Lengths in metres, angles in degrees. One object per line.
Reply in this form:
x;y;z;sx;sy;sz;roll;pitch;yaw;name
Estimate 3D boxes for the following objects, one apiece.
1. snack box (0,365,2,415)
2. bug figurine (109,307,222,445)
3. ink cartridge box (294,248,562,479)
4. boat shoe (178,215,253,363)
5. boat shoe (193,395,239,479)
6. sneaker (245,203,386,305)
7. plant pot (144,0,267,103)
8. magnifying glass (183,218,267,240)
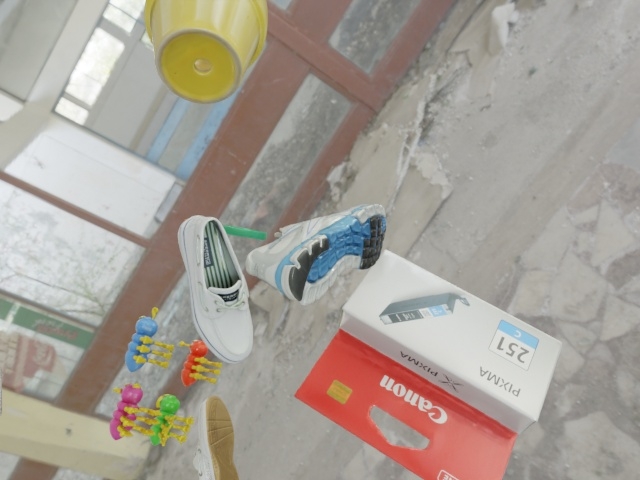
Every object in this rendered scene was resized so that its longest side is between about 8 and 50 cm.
-0.486;0.194;0.620;0.022;0.178;0.064;-62;41;43;snack box
-0.279;0.246;0.907;0.072;0.279;0.216;10;70;19;bug figurine
0.154;0.180;0.728;0.261;0.296;0.066;-51;-19;-34;ink cartridge box
-0.146;0.074;0.739;0.083;0.226;0.076;-26;11;-33;boat shoe
-0.266;0.523;1.251;0.096;0.098;0.277;-23;67;27;boat shoe
0.000;0.000;0.524;0.083;0.190;0.071;13;111;33;sneaker
-0.233;-0.411;1.048;0.254;0.254;0.239;-43;37;36;plant pot
-0.219;-0.024;1.216;0.092;0.231;0.026;12;90;39;magnifying glass
